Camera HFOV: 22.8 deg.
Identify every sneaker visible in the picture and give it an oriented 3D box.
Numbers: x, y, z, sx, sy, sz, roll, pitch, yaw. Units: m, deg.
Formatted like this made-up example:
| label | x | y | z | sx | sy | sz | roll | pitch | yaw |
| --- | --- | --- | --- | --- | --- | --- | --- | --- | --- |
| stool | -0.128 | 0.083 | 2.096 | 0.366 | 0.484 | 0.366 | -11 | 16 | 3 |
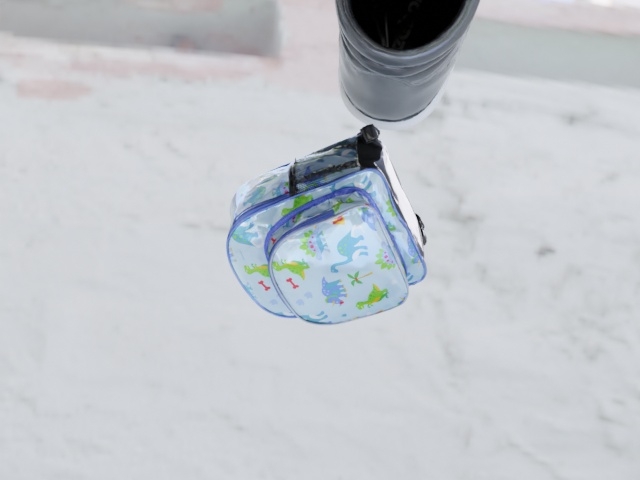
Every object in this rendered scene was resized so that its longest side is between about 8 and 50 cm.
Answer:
| label | x | y | z | sx | sy | sz | roll | pitch | yaw |
| --- | --- | --- | --- | --- | --- | --- | --- | --- | --- |
| sneaker | 0.078 | -0.223 | 1.012 | 0.104 | 0.296 | 0.147 | 13 | 175 | 0 |

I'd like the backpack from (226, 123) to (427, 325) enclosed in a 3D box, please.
| label | x | y | z | sx | sy | sz | roll | pitch | yaw |
| --- | --- | --- | --- | --- | --- | --- | --- | --- | --- |
| backpack | 0.000 | 0.000 | 0.997 | 0.114 | 0.105 | 0.084 | -18 | -146 | 14 |
